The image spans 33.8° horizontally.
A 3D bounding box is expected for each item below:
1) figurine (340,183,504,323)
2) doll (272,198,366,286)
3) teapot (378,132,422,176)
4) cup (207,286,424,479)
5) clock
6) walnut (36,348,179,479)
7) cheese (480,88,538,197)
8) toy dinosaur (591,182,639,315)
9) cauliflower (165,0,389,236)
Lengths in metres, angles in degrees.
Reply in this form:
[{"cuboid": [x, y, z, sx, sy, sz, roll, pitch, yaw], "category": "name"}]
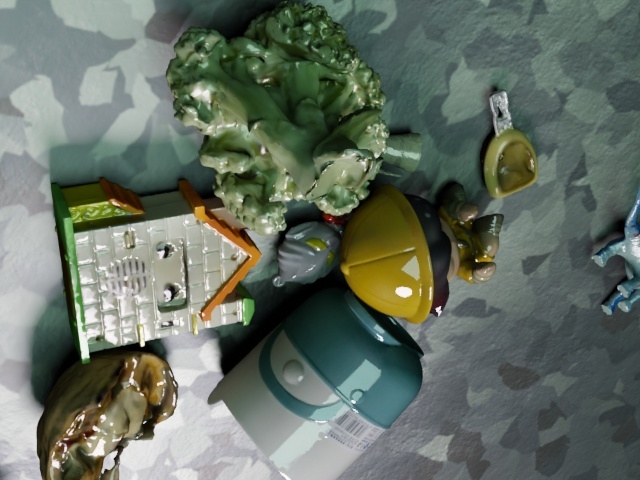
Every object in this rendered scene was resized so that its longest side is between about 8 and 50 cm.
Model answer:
[{"cuboid": [0.139, 0.016, 1.454, 0.257, 0.192, 0.167, -3, 147, -47], "category": "figurine"}, {"cuboid": [0.000, 0.000, 1.481, 0.180, 0.079, 0.094, -44, 121, -8], "category": "doll"}, {"cuboid": [0.095, -0.123, 1.459, 0.083, 0.057, 0.067, 10, 87, -15], "category": "teapot"}, {"cuboid": [0.018, 0.214, 1.528, 0.257, 0.219, 0.290, -45, 151, 6], "category": "cup"}, {"cuboid": [-0.214, 0.025, 1.406, 0.255, 0.106, 0.219, -10, 120, -19], "category": "clock"}, {"cuboid": [-0.311, 0.244, 1.446, 0.238, 0.141, 0.204, -58, 153, -29], "category": "walnut"}, {"cuboid": [0.267, -0.143, 1.518, 0.086, 0.036, 0.162, -21, 121, -9], "category": "cheese"}, {"cuboid": [0.504, 0.050, 1.671, 0.144, 0.076, 0.329, -41, 130, -2], "category": "toy dinosaur"}, {"cuboid": [-0.050, -0.130, 1.283, 0.327, 0.281, 0.260, 31, 128, -23], "category": "cauliflower"}]
